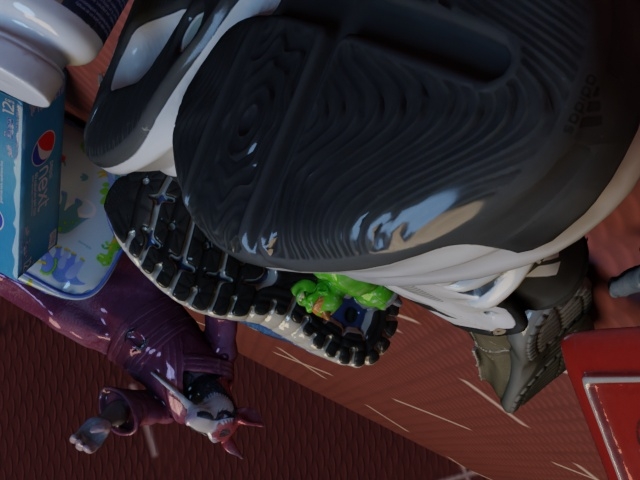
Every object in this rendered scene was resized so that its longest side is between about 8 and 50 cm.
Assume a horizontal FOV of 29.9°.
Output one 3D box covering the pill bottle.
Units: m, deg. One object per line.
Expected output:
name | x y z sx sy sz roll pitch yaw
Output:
pill bottle | -0.130 -0.131 0.601 0.067 0.120 0.067 25 169 5

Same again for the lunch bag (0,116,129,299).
lunch bag | -0.300 -0.045 1.238 0.219 0.176 0.090 29 171 -17

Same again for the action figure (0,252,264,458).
action figure | -0.211 0.117 1.391 0.370 0.248 0.276 47 169 11

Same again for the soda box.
soda box | -0.283 -0.069 1.091 0.071 0.067 0.210 25 131 12

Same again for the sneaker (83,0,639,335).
sneaker | 0.065 -0.046 0.545 0.257 0.169 0.447 22 179 -23

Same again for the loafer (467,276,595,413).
loafer | 0.158 0.060 0.941 0.087 0.094 0.251 49 168 22

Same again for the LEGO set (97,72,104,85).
LEGO set | -0.158 -0.110 1.013 0.083 0.023 0.054 30 168 -15

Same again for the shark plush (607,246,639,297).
shark plush | 0.203 0.021 0.661 0.073 0.067 0.161 33 167 -29

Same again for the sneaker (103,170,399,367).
sneaker | -0.084 0.035 1.235 0.330 0.130 0.147 32 165 -24

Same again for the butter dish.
butter dish | 0.274 0.117 0.840 0.160 0.118 0.160 -12 101 56

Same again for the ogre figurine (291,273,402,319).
ogre figurine | 0.000 0.000 0.993 0.118 0.097 0.197 41 163 37
